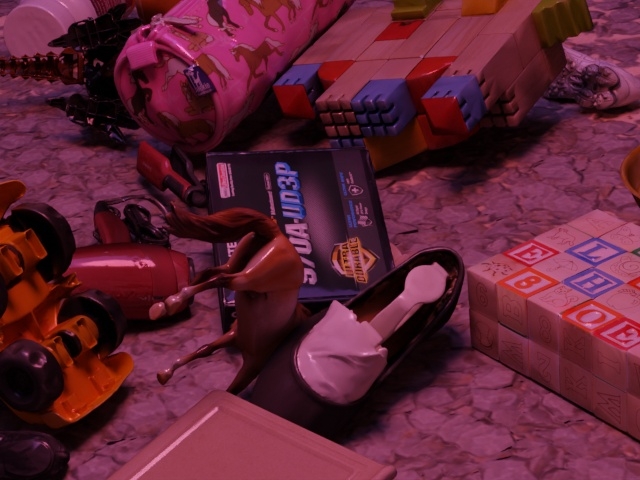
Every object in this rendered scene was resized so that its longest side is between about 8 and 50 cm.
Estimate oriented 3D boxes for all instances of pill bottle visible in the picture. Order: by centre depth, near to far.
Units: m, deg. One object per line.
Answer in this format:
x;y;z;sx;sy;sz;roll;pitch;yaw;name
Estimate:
-0.354;-0.326;2.438;0.121;0.121;0.221;4;29;19;pill bottle

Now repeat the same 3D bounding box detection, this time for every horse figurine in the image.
-0.071;0.058;1.535;0.174;0.263;0.066;-31;51;-25;horse figurine

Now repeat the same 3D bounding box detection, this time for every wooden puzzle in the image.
-0.087;0.225;1.397;0.238;0.044;0.221;16;44;43;wooden puzzle

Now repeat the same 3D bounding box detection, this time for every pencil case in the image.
-0.085;-0.275;2.116;0.160;0.167;0.386;36;53;7;pencil case

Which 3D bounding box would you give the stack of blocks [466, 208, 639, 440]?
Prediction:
0.293;0.082;1.559;0.171;0.087;0.297;-22;31;-29;stack of blocks

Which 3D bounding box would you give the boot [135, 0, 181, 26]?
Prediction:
-0.114;-0.322;2.293;0.211;0.104;0.295;-1;-5;15;boot

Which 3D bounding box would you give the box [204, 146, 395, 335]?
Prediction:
-0.022;-0.003;1.741;0.175;0.051;0.220;-3;46;-7;box

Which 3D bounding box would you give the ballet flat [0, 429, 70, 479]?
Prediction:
-0.307;0.194;1.528;0.173;0.057;0.049;3;-12;14;ballet flat

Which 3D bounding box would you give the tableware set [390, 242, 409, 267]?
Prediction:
0.000;0.000;1.793;0.141;0.020;0.168;-24;55;-32;tableware set

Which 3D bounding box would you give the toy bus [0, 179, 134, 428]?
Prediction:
-0.316;0.087;1.609;0.211;0.220;0.149;-29;8;32;toy bus

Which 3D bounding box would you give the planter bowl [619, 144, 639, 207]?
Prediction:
0.416;-0.034;1.753;0.217;0.090;0.217;-5;27;3;planter bowl

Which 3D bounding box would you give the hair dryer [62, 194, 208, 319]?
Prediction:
-0.210;0.025;1.801;0.223;0.080;0.293;12;18;36;hair dryer

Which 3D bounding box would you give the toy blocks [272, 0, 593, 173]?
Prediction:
0.101;-0.180;2.034;0.381;0.191;0.261;1;35;37;toy blocks

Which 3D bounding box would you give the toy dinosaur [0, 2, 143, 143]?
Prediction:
-0.260;-0.212;2.220;0.322;0.164;0.218;-19;7;9;toy dinosaur

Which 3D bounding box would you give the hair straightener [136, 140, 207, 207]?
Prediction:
-0.136;-0.072;1.958;0.089;0.047;0.230;4;10;-25;hair straightener

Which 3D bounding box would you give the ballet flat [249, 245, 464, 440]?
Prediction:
0.038;0.084;1.557;0.095;0.096;0.280;44;51;5;ballet flat

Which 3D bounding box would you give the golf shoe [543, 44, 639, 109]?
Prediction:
0.330;-0.202;2.145;0.086;0.069;0.176;0;23;-35;golf shoe
